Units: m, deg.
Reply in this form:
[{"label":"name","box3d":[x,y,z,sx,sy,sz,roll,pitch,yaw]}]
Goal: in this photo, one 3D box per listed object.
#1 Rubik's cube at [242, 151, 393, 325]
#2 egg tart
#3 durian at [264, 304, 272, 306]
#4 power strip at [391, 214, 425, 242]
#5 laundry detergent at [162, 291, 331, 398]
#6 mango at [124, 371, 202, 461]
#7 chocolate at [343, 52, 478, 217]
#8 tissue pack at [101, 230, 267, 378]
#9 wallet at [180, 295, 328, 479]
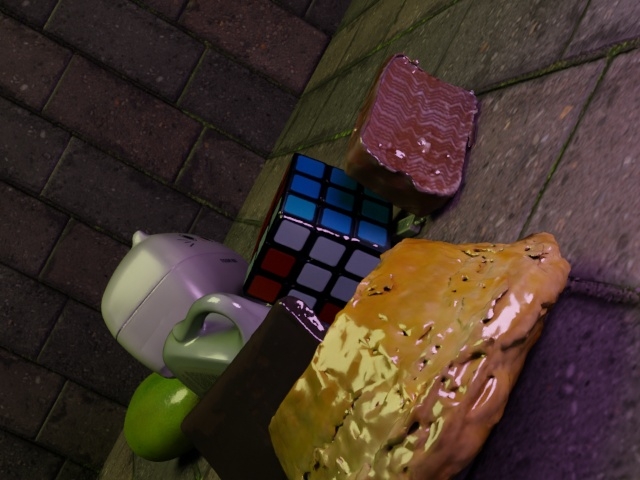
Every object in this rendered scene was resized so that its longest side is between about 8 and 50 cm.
[{"label":"Rubik's cube","box3d":[0.000,0.000,1.192,0.161,0.162,0.163,-79,14,-53]},{"label":"egg tart","box3d":[0.057,0.110,0.675,0.341,0.129,0.341,-55,-4,-6]},{"label":"durian","box3d":[-0.097,0.158,1.459,0.208,0.102,0.146,-43,16,-13]},{"label":"power strip","box3d":[0.116,-0.017,1.140,0.027,0.017,0.083,-67,12,-18]},{"label":"laundry detergent","box3d":[-0.084,0.146,1.126,0.280,0.215,0.105,-37,21,56]},{"label":"mango","box3d":[-0.293,0.339,1.699,0.343,0.156,0.192,-35,37,56]},{"label":"chocolate","box3d":[0.115,-0.132,1.105,0.093,0.148,0.214,-54,11,53]},{"label":"tissue pack","box3d":[-0.256,0.109,1.600,0.229,0.236,0.333,-49,-13,9]},{"label":"wallet","box3d":[-0.058,0.208,1.037,0.042,0.165,0.309,-33,-15,-51]}]
